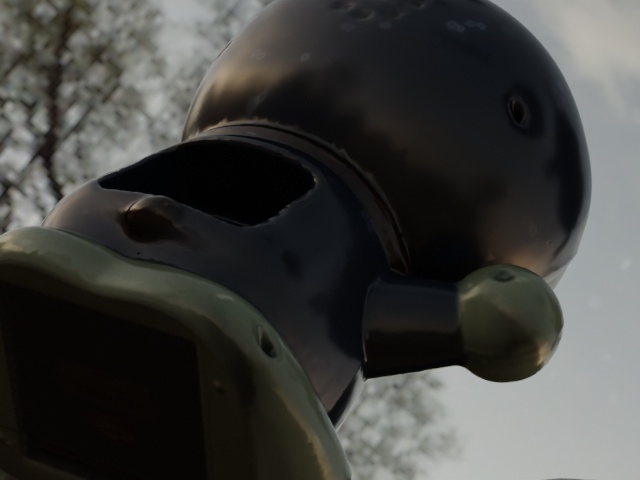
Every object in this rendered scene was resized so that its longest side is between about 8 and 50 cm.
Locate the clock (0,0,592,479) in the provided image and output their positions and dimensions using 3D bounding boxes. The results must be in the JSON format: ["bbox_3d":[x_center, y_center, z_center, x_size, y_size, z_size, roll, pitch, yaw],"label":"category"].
[{"bbox_3d":[0.000,0.000,0.667,0.200,0.243,0.146,13,-53,30],"label":"clock"}]

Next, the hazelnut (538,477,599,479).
[{"bbox_3d":[0.127,0.196,0.755,0.208,0.208,0.208,36,-14,10],"label":"hazelnut"}]
